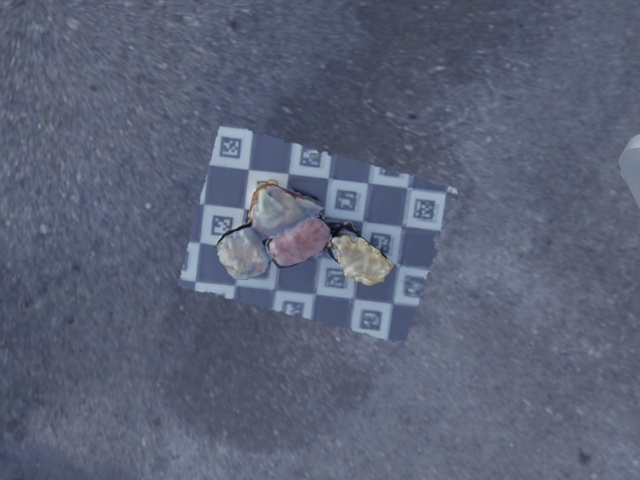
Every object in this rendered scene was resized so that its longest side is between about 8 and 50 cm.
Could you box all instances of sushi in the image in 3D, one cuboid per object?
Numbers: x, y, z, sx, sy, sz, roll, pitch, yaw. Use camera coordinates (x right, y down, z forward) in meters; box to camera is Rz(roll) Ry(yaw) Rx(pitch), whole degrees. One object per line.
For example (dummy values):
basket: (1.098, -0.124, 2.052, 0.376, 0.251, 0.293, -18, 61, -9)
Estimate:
sushi: (0.000, 0.000, 0.929, 0.201, 0.031, 0.139, 14, 99, -6)

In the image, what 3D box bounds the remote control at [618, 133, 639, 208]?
remote control: (0.309, -0.005, 0.973, 0.022, 0.077, 0.245, -58, 135, -19)
